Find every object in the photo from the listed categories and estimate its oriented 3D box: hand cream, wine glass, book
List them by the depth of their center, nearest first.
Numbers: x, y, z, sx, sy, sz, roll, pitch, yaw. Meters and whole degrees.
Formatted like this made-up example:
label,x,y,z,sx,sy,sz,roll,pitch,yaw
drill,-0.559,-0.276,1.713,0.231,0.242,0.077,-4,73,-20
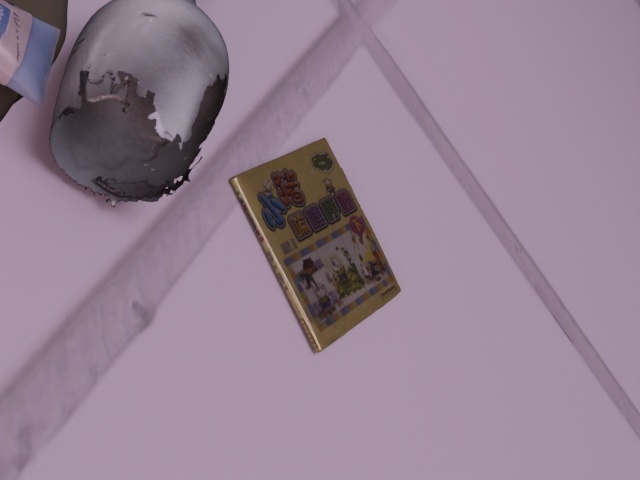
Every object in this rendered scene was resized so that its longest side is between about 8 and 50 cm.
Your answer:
label,x,y,z,sx,sy,sz,roll,pitch,yaw
hand cream,-0.234,-0.142,0.591,0.171,0.043,0.065,29,52,-36
wine glass,-0.138,-0.186,0.873,0.143,0.143,0.321,35,50,-34
book,0.000,0.000,1.035,0.168,0.013,0.192,-30,94,-52

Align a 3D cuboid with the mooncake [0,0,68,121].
label,x,y,z,sx,sy,sz,roll,pitch,yaw
mooncake,-0.308,-0.173,0.666,0.275,0.135,0.274,25,52,-37
